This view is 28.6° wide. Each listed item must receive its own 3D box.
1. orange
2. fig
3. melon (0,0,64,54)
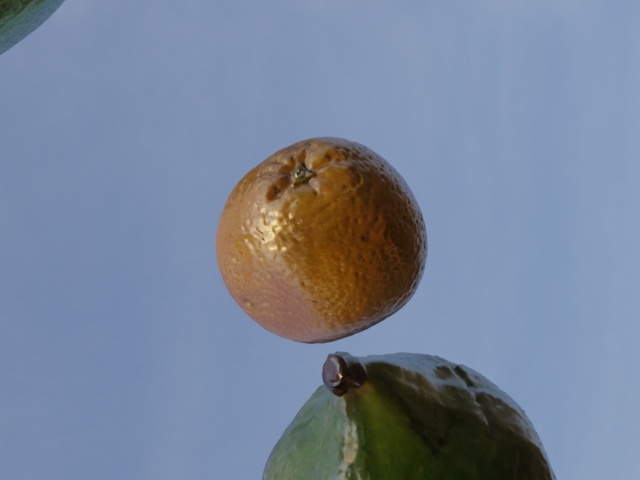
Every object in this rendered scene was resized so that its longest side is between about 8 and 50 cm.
[{"bbox_3d":[0.000,0.000,0.466,0.085,0.085,0.085,-12,-73,-44],"label":"orange"},{"bbox_3d":[0.059,0.142,0.773,0.203,0.203,0.235,-43,-33,-32],"label":"fig"},{"bbox_3d":[-0.249,-0.176,0.815,0.169,0.129,0.265,-57,-15,-18],"label":"melon"}]
